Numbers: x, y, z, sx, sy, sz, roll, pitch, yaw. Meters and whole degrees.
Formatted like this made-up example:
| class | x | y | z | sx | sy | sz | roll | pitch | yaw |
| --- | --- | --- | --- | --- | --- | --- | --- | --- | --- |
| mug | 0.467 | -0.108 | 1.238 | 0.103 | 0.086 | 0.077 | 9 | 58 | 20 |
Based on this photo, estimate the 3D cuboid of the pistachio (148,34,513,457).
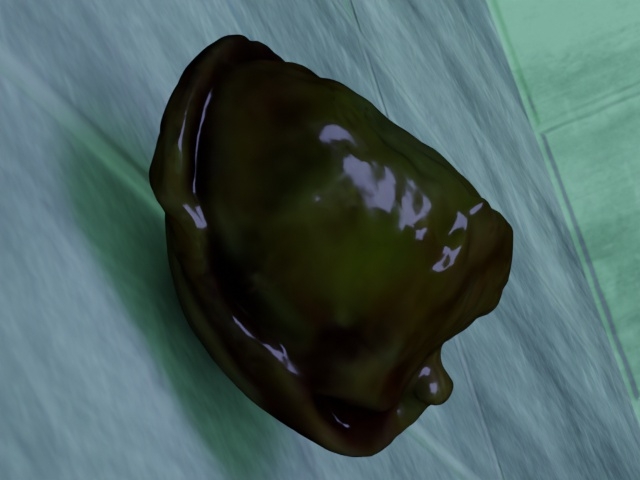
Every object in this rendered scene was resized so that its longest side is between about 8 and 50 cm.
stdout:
| class | x | y | z | sx | sy | sz | roll | pitch | yaw |
| --- | --- | --- | --- | --- | --- | --- | --- | --- | --- |
| pistachio | 0.000 | 0.000 | 0.773 | 0.210 | 0.130 | 0.165 | 39 | 32 | -49 |
